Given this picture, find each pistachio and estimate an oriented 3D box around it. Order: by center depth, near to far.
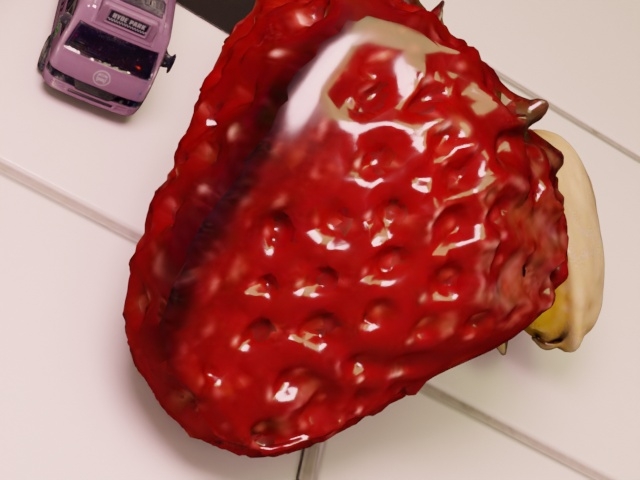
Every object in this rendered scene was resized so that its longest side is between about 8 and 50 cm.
[{"bbox_3d":[0.177,-0.001,1.121,0.157,0.157,0.229,14,53,-28],"label":"pistachio"}]

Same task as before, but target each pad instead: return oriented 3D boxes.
[{"bbox_3d":[-0.090,-0.259,1.244,0.112,0.003,0.157,30,41,-12],"label":"pad"}]

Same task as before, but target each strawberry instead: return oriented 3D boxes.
[{"bbox_3d":[0.000,0.000,0.913,0.345,0.295,0.317,-45,130,-15],"label":"strawberry"}]

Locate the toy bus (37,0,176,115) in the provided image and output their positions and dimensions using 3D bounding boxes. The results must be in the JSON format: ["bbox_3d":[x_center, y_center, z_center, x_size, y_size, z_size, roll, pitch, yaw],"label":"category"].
[{"bbox_3d":[-0.171,-0.207,1.052,0.096,0.108,0.199,21,44,-21],"label":"toy bus"}]

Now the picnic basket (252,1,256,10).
[{"bbox_3d":[-0.028,-0.171,1.092,0.079,0.164,0.115,24,42,-5],"label":"picnic basket"}]
